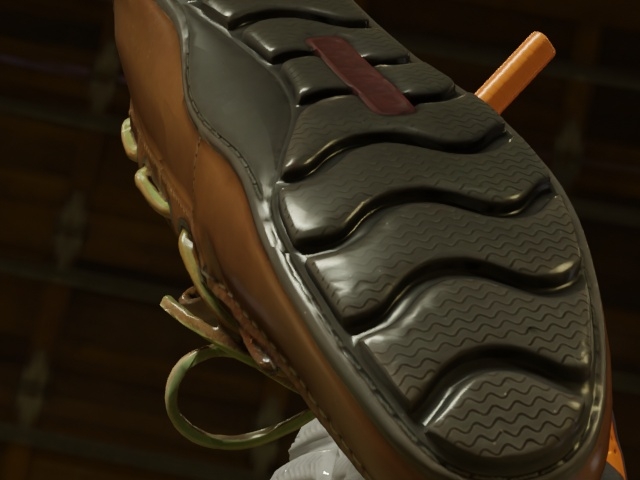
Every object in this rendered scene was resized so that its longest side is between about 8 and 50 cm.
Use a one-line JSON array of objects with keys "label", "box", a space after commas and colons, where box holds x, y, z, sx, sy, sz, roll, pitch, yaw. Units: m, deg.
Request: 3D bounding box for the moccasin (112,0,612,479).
[{"label": "moccasin", "box": [-0.003, 0.001, 0.773, 0.139, 0.147, 0.380, -11, 35, -26]}]

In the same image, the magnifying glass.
[{"label": "magnifying glass", "box": [0.122, -0.094, 1.617, 0.092, 0.231, 0.026, 52, -23, -24]}]

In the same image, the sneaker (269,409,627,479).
[{"label": "sneaker", "box": [0.072, 0.151, 1.013, 0.180, 0.321, 0.124, 37, -30, -20]}]
